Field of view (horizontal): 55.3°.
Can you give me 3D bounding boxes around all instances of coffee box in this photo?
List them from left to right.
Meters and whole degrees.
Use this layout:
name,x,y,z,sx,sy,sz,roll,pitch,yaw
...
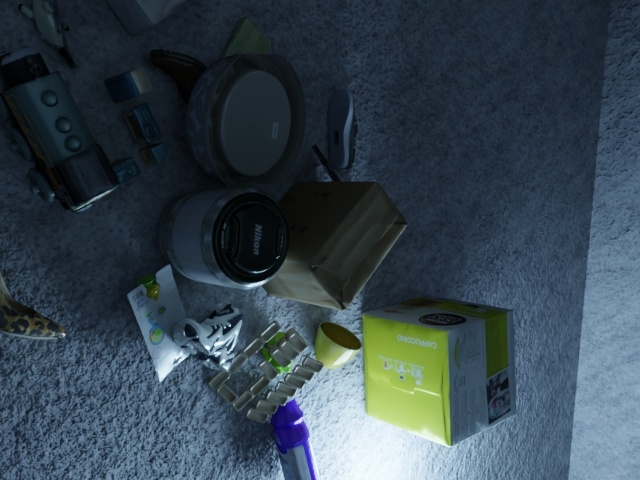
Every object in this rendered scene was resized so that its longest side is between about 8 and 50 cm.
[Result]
name,x,y,z,sx,sy,sz,roll,pitch,yaw
coffee box,-0.339,-0.609,1.350,0.297,0.119,0.168,-48,120,-28
coffee box,0.361,0.378,1.874,0.335,0.338,0.337,-8,98,-40

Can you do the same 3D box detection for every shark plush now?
name,x,y,z,sx,sy,sz,roll,pitch,yaw
shark plush,-0.531,-0.435,1.241,0.161,0.073,0.067,61,26,-20

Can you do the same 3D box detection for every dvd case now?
name,x,y,z,sx,sy,sz,roll,pitch,yaw
dvd case,0.054,-0.155,1.706,0.018,0.164,0.221,-33,120,6

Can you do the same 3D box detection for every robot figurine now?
name,x,y,z,sx,sy,sz,roll,pitch,yaw
robot figurine,-0.109,0.298,1.639,0.101,0.067,0.115,-8,98,-27

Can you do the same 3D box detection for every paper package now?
name,x,y,z,sx,sy,sz,roll,pitch,yaw
paper package,0.000,0.000,1.546,0.309,0.325,0.168,-51,122,-26

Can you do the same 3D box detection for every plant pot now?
name,x,y,z,sx,sy,sz,roll,pitch,yaw
plant pot,0.036,0.308,1.742,0.134,0.134,0.095,14,112,-41

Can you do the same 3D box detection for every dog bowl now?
name,x,y,z,sx,sy,sz,roll,pitch,yaw
dog bowl,-0.176,-0.283,1.469,0.349,0.102,0.348,-28,125,-48

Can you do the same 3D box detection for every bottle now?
name,x,y,z,sx,sy,sz,roll,pitch,yaw
bottle,-0.074,0.545,1.650,0.092,0.118,0.282,-15,95,-21

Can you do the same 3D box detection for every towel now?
name,x,y,z,sx,sy,sz,roll,pitch,yaw
towel,-0.187,-0.480,1.551,0.110,0.027,0.148,35,70,-38

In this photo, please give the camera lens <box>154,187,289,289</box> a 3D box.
name,x,y,z,sx,sy,sz,roll,pitch,yaw
camera lens,-0.221,-0.008,1.386,0.220,0.274,0.219,-3,94,-41

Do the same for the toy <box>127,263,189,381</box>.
name,x,y,z,sx,sy,sz,roll,pitch,yaw
toy,-0.373,0.186,1.402,0.137,0.056,0.237,-44,133,-49

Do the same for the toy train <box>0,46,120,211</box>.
name,x,y,z,sx,sy,sz,roll,pitch,yaw
toy train,-0.515,-0.207,1.175,0.142,0.190,0.333,-35,115,-35

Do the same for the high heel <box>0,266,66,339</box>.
name,x,y,z,sx,sy,sz,roll,pitch,yaw
high heel,-0.592,0.081,1.185,0.261,0.093,0.186,28,81,-29

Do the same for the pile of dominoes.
name,x,y,z,sx,sy,sz,roll,pitch,yaw
pile of dominoes,-0.139,0.341,1.587,0.251,0.040,0.196,-42,108,-5

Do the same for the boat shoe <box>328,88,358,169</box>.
name,x,y,z,sx,sy,sz,roll,pitch,yaw
boat shoe,0.075,-0.316,1.759,0.076,0.080,0.228,-4,96,-49

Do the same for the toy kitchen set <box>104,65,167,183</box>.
name,x,y,z,sx,sy,sz,roll,pitch,yaw
toy kitchen set,-0.425,-0.236,1.296,0.166,0.122,0.207,-36,115,-34

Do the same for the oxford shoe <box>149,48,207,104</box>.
name,x,y,z,sx,sy,sz,roll,pitch,yaw
oxford shoe,-0.301,-0.366,1.424,0.227,0.083,0.096,26,78,-39

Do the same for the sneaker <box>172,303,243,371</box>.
name,x,y,z,sx,sy,sz,roll,pitch,yaw
sneaker,-0.259,0.203,1.465,0.235,0.094,0.153,55,45,-48
